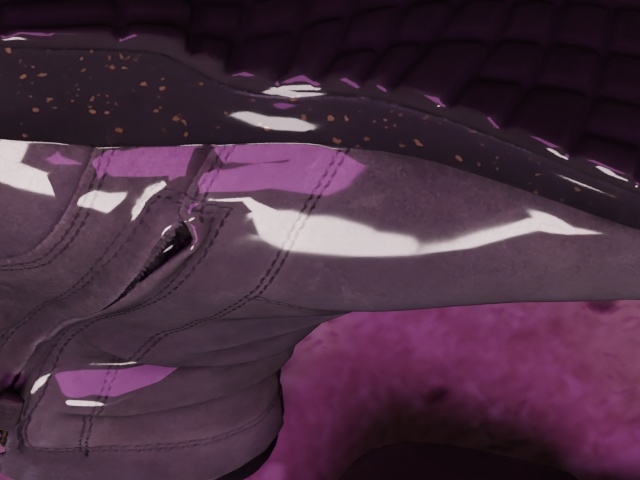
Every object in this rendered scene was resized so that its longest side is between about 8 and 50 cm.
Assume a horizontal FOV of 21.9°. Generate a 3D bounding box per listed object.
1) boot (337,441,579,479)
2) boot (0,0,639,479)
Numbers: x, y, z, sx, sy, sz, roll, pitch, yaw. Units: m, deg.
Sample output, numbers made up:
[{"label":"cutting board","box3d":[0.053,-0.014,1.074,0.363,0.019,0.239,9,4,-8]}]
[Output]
[{"label":"boot","box3d":[0.124,0.159,0.585,0.305,0.112,0.115,19,140,-11]},{"label":"boot","box3d":[0.000,0.000,0.487,0.338,0.118,0.222,12,140,-4]}]
